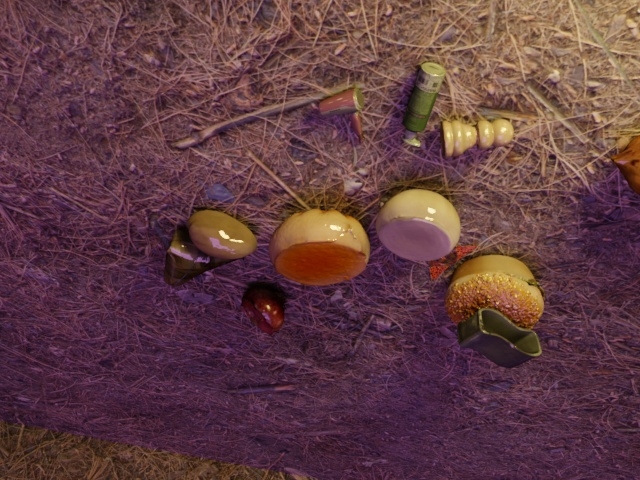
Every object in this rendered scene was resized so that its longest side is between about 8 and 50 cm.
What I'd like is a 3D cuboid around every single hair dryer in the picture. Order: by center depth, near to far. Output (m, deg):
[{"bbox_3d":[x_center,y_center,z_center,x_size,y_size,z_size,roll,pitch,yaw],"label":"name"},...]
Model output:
[{"bbox_3d":[0.074,-0.301,1.371,0.106,0.054,0.154,-12,135,27],"label":"hair dryer"}]

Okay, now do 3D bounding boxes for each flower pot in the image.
[{"bbox_3d":[0.517,0.286,1.590,0.229,0.103,0.108,28,137,-15],"label":"flower pot"}]

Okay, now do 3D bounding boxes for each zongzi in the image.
[{"bbox_3d":[-0.387,0.081,1.798,0.241,0.112,0.221,14,138,-15],"label":"zongzi"}]

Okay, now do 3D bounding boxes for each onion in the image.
[{"bbox_3d":[-0.185,0.235,1.899,0.184,0.147,0.184,42,151,31],"label":"onion"}]

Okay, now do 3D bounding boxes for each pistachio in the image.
[{"bbox_3d":[-0.301,-0.013,1.673,0.225,0.136,0.136,20,135,-6],"label":"pistachio"}]

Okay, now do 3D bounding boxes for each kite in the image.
[{"bbox_3d":[0.371,0.046,1.686,0.125,0.008,0.222,29,133,-18],"label":"kite"}]

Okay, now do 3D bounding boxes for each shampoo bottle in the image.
[{"bbox_3d":[0.240,-0.318,1.308,0.065,0.065,0.205,13,135,-2],"label":"shampoo bottle"}]

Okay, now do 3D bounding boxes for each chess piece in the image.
[{"bbox_3d":[0.381,-0.258,1.333,0.170,0.094,0.094,-8,133,7],"label":"chess piece"}]

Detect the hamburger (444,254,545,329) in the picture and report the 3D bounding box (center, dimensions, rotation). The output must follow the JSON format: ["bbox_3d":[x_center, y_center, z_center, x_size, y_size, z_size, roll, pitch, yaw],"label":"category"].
[{"bbox_3d":[0.528,0.180,1.674,0.301,0.170,0.302,5,136,5],"label":"hamburger"}]

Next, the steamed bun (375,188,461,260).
[{"bbox_3d":[0.271,-0.054,1.507,0.231,0.145,0.232,13,148,8],"label":"steamed bun"}]

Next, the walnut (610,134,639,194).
[{"bbox_3d":[0.832,-0.162,1.260,0.335,0.209,0.209,11,136,-2],"label":"walnut"}]

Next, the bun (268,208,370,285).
[{"bbox_3d":[0.000,0.000,1.601,0.298,0.165,0.299,-2,149,-1],"label":"bun"}]
